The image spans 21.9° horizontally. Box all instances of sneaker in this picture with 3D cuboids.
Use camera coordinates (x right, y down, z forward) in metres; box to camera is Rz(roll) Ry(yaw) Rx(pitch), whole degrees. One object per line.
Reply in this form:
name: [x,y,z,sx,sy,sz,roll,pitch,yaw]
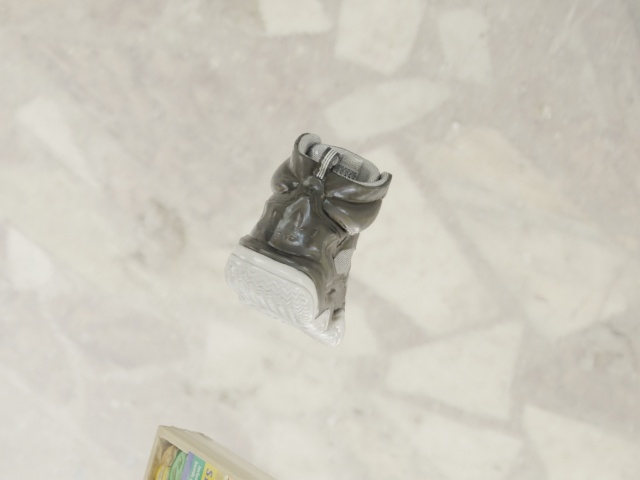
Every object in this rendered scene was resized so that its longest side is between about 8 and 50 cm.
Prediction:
sneaker: [0.000,0.000,1.406,0.101,0.153,0.268,27,174,9]

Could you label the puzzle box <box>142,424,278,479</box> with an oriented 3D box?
puzzle box: [-0.128,0.387,1.436,0.052,0.409,0.272,16,180,-28]
